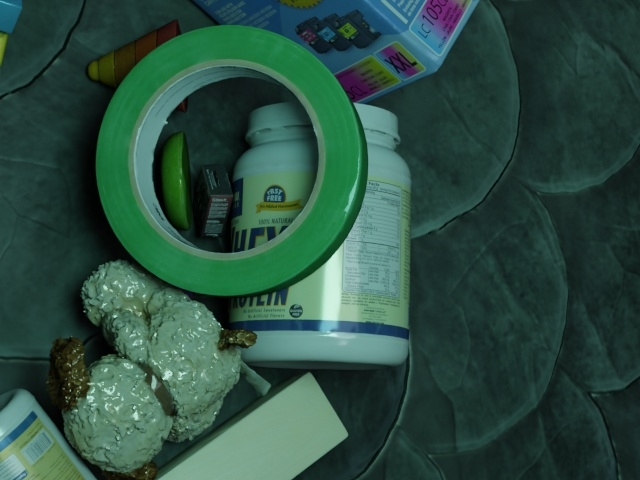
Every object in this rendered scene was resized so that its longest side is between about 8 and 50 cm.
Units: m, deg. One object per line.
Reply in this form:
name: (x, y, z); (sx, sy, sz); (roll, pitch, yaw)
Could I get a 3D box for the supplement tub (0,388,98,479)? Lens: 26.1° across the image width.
supplement tub: (-0.343, 0.289, 1.600); (0.144, 0.144, 0.200); (-41, 103, -28)

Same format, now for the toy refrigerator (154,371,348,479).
toy refrigerator: (-0.105, 0.286, 1.770); (0.269, 0.094, 0.102); (-34, 94, -30)

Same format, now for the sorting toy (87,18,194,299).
sorting toy: (-0.230, -0.098, 1.763); (0.126, 0.127, 0.366); (-3, 87, -1)

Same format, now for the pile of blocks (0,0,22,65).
pile of blocks: (-0.408, -0.356, 1.649); (0.112, 0.149, 0.362); (14, 77, -26)

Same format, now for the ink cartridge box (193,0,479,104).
ink cartridge box: (-0.031, -0.361, 1.795); (0.395, 0.270, 0.151); (41, 60, -19)

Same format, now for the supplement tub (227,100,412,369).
supplement tub: (0.000, 0.000, 1.784); (0.235, 0.235, 0.325); (6, 80, -29)

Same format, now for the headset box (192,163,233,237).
headset box: (-0.139, -0.054, 1.786); (0.032, 0.083, 0.062); (-1, 45, -19)

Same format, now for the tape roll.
tape roll: (-0.105, -0.092, 1.648); (0.321, 0.077, 0.321); (-1, 86, 9)

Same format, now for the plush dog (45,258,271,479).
plush dog: (-0.205, 0.177, 1.631); (0.225, 0.210, 0.262); (-44, 119, -32)
